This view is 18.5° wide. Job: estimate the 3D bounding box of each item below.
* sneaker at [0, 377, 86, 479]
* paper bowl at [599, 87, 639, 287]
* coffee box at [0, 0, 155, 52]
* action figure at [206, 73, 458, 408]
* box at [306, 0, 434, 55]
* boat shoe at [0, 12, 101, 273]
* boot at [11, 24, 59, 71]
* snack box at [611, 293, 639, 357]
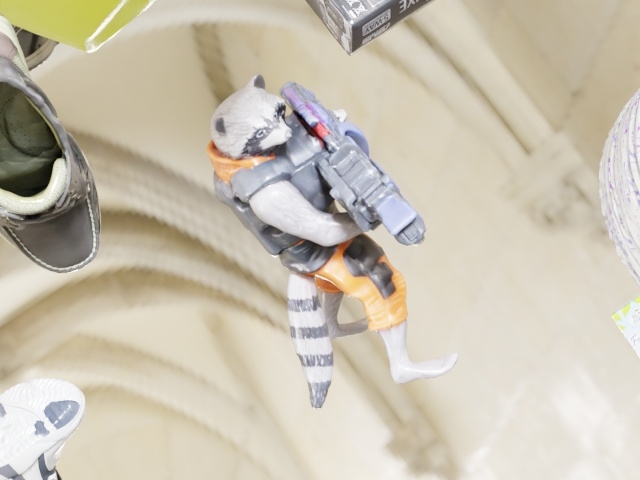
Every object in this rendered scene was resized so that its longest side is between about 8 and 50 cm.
[{"bbox_3d":[-0.279,0.236,1.984,0.153,0.094,0.235,29,-63,-37],"label":"sneaker"},{"bbox_3d":[0.365,-0.026,1.620,0.284,0.284,0.148,-28,-16,-30],"label":"paper bowl"},{"bbox_3d":[-0.226,-0.387,1.477,0.337,0.334,0.338,19,-20,-23],"label":"coffee box"},{"bbox_3d":[0.000,0.000,1.840,0.178,0.330,0.341,-32,23,-3],"label":"action figure"},{"bbox_3d":[0.038,-0.381,2.042,0.242,0.307,0.076,-35,-16,-12],"label":"box"},{"bbox_3d":[-0.185,-0.044,1.211,0.080,0.073,0.224,-22,-41,-5],"label":"boat shoe"},{"bbox_3d":[-0.326,-0.249,1.908,0.085,0.179,0.236,-20,20,29],"label":"boot"},{"bbox_3d":[0.237,0.068,1.188,0.037,0.100,0.141,-39,-11,25],"label":"snack box"}]
